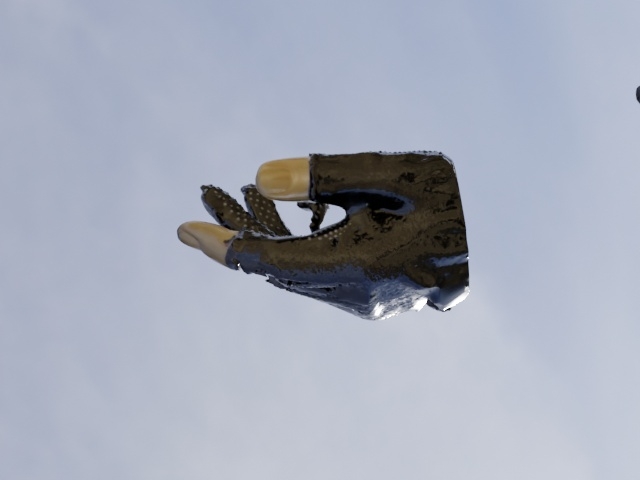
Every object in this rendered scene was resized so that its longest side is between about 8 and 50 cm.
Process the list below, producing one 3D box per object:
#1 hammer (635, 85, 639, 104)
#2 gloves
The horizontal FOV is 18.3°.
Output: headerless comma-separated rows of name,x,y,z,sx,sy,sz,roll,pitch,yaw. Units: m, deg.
hammer,0.212,-0.046,0.980,0.178,0.065,0.021,13,-160,-42
gloves,0.000,0.003,1.277,0.129,0.181,0.106,93,168,-83
